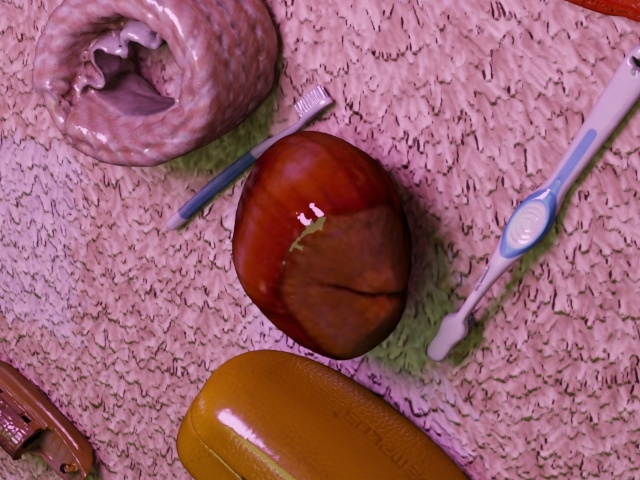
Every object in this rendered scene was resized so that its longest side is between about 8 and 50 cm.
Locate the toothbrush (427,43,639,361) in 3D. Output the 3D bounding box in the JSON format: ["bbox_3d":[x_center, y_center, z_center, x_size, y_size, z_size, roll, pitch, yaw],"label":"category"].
[{"bbox_3d":[0.198,-0.023,1.266,0.040,0.040,0.386,40,125,15],"label":"toothbrush"}]

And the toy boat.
[{"bbox_3d":[-0.375,0.231,1.719,0.226,0.088,0.068,41,125,15],"label":"toy boat"}]

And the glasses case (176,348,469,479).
[{"bbox_3d":[0.035,0.254,1.396,0.371,0.173,0.141,40,126,12],"label":"glasses case"}]

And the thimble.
[{"bbox_3d":[-0.164,-0.180,1.388,0.229,0.148,0.196,-31,91,40],"label":"thimble"}]

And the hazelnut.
[{"bbox_3d":[0.003,0.000,1.338,0.181,0.181,0.212,10,118,0],"label":"hazelnut"}]

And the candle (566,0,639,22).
[{"bbox_3d":[0.255,-0.214,1.159,0.162,0.048,0.053,23,153,25],"label":"candle"}]

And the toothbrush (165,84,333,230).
[{"bbox_3d":[-0.082,-0.084,1.445,0.275,0.019,0.025,-36,81,38],"label":"toothbrush"}]
